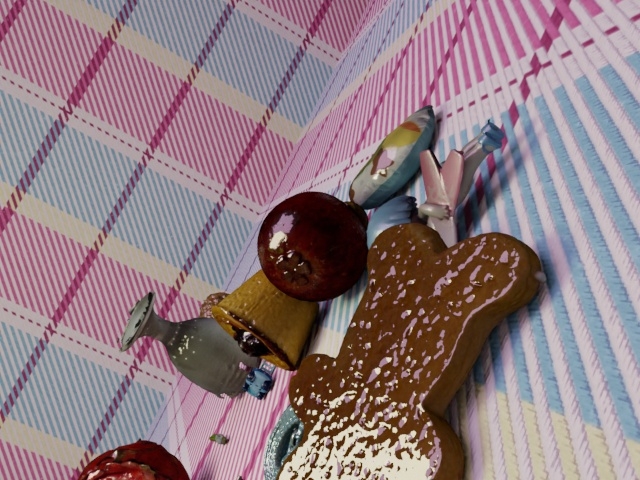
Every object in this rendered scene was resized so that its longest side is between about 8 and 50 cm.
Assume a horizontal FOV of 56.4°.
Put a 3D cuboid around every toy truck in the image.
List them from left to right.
[{"bbox_3d":[-0.132,0.307,1.348,0.073,0.056,0.090,-61,-2,33],"label":"toy truck"}]

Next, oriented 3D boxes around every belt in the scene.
[{"bbox_3d":[-0.009,0.284,0.815,0.163,0.082,0.147,-32,39,48],"label":"belt"}]

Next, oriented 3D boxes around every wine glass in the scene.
[{"bbox_3d":[-0.322,0.267,1.526,0.190,0.357,0.190,-43,28,30],"label":"wine glass"}]

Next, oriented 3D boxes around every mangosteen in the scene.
[{"bbox_3d":[0.000,0.000,1.150,0.215,0.215,0.257,-53,-6,34],"label":"mangosteen"}]

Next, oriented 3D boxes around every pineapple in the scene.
[{"bbox_3d":[-0.331,0.311,1.962,0.158,0.158,0.278,-52,27,38],"label":"pineapple"}]

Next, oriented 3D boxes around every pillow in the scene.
[{"bbox_3d":[0.142,-0.158,1.196,0.214,0.086,0.233,-57,5,-33],"label":"pillow"}]

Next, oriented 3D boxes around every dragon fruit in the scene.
[{"bbox_3d":[-0.440,0.616,1.378,0.295,0.295,0.301,-68,11,-26],"label":"dragon fruit"}]

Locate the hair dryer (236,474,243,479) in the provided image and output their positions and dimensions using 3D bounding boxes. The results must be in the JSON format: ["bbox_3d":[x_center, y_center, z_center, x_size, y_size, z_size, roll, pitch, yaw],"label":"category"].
[{"bbox_3d":[-0.161,0.498,1.061,0.206,0.075,0.237,-49,8,22],"label":"hair dryer"}]

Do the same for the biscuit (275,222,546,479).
[{"bbox_3d":[0.069,0.181,0.675,0.283,0.064,0.432,15,77,57],"label":"biscuit"}]

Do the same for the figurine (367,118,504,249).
[{"bbox_3d":[0.159,-0.073,0.859,0.260,0.103,0.205,-54,15,36],"label":"figurine"}]

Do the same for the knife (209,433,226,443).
[{"bbox_3d":[-0.258,0.499,1.501,0.022,0.026,0.184,-24,-7,-24],"label":"knife"}]

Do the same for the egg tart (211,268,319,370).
[{"bbox_3d":[-0.110,0.160,1.239,0.171,0.215,0.215,-55,9,-21],"label":"egg tart"}]
